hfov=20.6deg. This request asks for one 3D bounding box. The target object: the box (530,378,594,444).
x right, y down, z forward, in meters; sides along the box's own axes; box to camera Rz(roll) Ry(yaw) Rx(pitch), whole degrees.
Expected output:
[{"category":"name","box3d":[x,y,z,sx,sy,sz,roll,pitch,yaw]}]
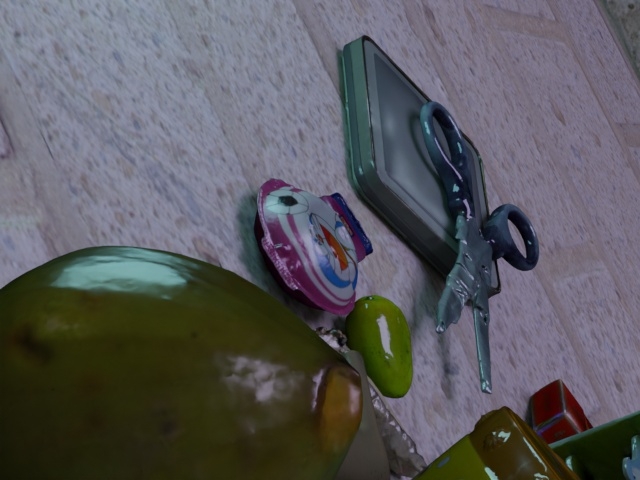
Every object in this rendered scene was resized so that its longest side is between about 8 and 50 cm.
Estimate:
[{"category":"box","box3d":[0.316,0.262,2.099,0.175,0.048,0.112,56,14,-13]}]

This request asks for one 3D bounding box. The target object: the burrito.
[{"category":"burrito","box3d":[0.043,0.157,1.690,0.185,0.041,0.045,55,-18,-13]}]

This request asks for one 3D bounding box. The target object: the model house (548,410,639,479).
[{"category":"model house","box3d":[0.384,0.389,1.890,0.358,0.242,0.313,49,28,-29]}]

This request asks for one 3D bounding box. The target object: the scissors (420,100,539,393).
[{"category":"scissors","box3d":[0.179,0.023,2.029,0.256,0.029,0.383,50,28,-27]}]

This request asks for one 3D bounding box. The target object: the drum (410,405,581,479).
[{"category":"drum","box3d":[0.199,0.349,1.391,0.431,0.214,0.431,50,3,-3]}]

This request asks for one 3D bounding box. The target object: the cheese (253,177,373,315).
[{"category":"cheese","box3d":[0.000,0.000,1.749,0.155,0.062,0.244,60,22,2]}]

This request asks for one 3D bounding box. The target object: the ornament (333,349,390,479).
[{"category":"ornament","box3d":[-0.021,0.175,1.505,0.230,0.061,0.245,33,35,-45]}]

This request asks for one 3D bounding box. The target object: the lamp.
[{"category":"lamp","box3d":[0.121,-0.087,2.119,0.266,0.047,0.269,44,29,-36]}]

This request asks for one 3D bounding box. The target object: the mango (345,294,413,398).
[{"category":"mango","box3d":[0.060,0.107,1.757,0.073,0.056,0.108,-8,73,-60]}]

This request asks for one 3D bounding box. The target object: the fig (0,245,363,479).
[{"category":"fig","box3d":[-0.103,0.112,1.143,0.239,0.271,0.239,-14,90,-69]}]
